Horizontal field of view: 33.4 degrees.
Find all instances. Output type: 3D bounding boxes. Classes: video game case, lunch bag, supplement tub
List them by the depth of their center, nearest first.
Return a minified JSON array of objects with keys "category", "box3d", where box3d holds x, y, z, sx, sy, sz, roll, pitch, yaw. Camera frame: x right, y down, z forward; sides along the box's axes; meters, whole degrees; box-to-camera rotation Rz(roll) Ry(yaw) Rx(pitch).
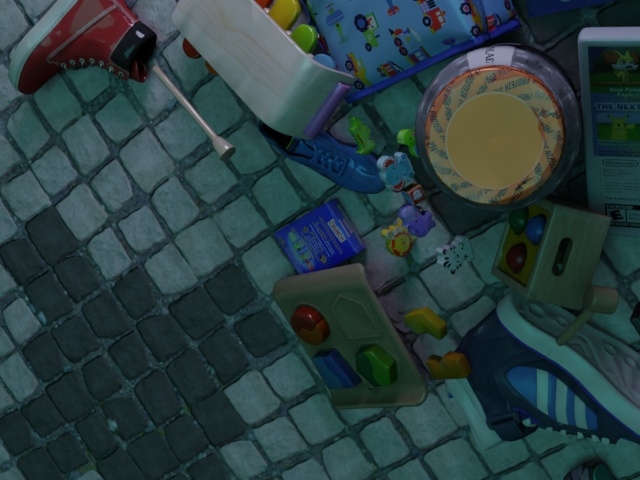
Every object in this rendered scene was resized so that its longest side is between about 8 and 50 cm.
[{"category":"video game case","box3d":[0.489,-0.123,1.305,0.329,0.036,0.300,4,130,23]},{"category":"supplement tub","box3d":[0.221,-0.142,1.306,0.193,0.316,0.194,2,101,12]},{"category":"lunch bag","box3d":[0.083,-0.325,1.442,0.293,0.138,0.221,-19,98,40]}]

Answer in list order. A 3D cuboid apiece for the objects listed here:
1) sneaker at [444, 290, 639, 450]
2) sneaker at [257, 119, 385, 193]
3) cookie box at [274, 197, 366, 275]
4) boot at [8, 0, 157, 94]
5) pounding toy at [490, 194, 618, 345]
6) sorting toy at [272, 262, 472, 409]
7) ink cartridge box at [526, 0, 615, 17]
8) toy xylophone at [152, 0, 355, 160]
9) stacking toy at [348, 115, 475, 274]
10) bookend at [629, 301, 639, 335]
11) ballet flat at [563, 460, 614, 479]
[{"category":"sneaker","box3d":[0.329,0.237,1.503,0.323,0.130,0.236,36,125,7]},{"category":"sneaker","box3d":[-0.001,-0.124,1.558,0.209,0.082,0.069,32,114,11]},{"category":"cookie box","box3d":[0.000,0.000,1.616,0.107,0.040,0.092,-29,93,29]},{"category":"boot","box3d":[-0.370,-0.277,1.676,0.244,0.088,0.176,-43,87,24]},{"category":"pounding toy","box3d":[0.298,0.042,1.377,0.094,0.206,0.181,13,100,-16]},{"category":"sorting toy","box3d":[0.066,0.146,1.557,0.307,0.041,0.229,-13,108,49]},{"category":"ink cartridge box","box3d":[0.317,-0.443,1.253,0.324,0.071,0.330,-1,106,52]},{"category":"toy xylophone","box3d":[-0.113,-0.264,1.523,0.236,0.081,0.323,-44,70,29]},{"category":"stacking toy","box3d":[0.114,-0.062,1.463,0.167,0.052,0.221,20,139,61]},{"category":"bookend","box3d":[0.519,0.124,1.404,0.156,0.072,0.157,-34,89,27]},{"category":"ballet flat","box3d":[0.424,0.423,1.544,0.079,0.077,0.221,-34,85,47]}]
